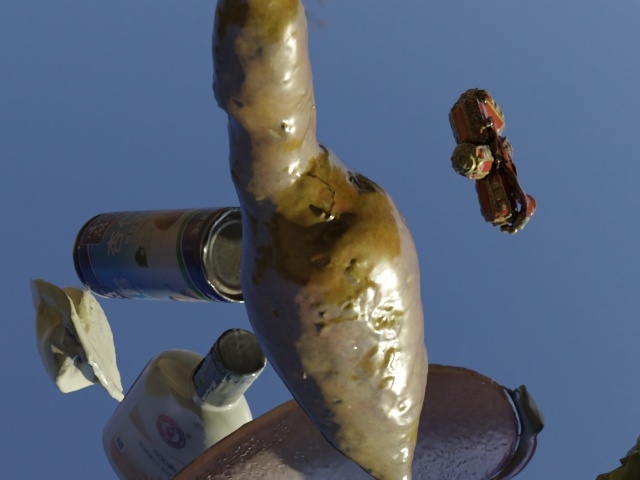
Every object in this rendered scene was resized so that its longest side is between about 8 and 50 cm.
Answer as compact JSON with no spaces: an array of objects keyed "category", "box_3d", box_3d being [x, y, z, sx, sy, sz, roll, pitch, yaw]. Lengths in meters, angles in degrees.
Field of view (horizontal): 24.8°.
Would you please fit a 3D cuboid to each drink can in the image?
[{"category":"drink can","box_3d":[-0.149,0.014,1.464,0.097,0.097,0.235,-33,-159,-36]}]

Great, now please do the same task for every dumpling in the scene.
[{"category":"dumpling","box_3d":[-0.303,0.127,1.795,0.092,0.176,0.150,-11,-174,-8]}]

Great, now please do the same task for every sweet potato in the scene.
[{"category":"sweet potato","box_3d":[-0.001,-0.003,0.586,0.074,0.269,0.075,-11,-146,7]}]

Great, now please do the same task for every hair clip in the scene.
[{"category":"hair clip","box_3d":[-0.002,0.177,1.156,0.358,0.095,0.110,-19,-103,13]}]

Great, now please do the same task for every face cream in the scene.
[{"category":"face cream","box_3d":[-0.132,0.183,1.487,0.144,0.291,0.071,48,-132,7]}]

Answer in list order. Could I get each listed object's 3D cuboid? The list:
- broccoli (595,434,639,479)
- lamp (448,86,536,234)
[{"category":"broccoli","box_3d":[0.352,0.329,1.208,0.338,0.277,0.317,20,-135,-36]},{"category":"lamp","box_3d":[0.094,-0.051,0.819,0.031,0.063,0.083,-25,-144,20]}]
